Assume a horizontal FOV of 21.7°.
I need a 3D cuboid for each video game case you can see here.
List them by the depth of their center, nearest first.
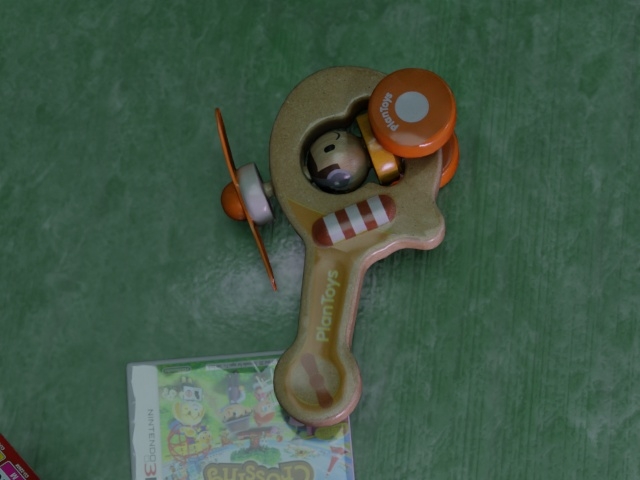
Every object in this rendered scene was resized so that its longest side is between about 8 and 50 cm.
[{"bbox_3d":[-0.076,0.203,1.595,0.212,0.023,0.193,-4,74,-1],"label":"video game case"}]

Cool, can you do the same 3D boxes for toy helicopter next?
[{"bbox_3d":[0.000,0.000,1.597,0.235,0.140,0.355,6,74,8],"label":"toy helicopter"}]

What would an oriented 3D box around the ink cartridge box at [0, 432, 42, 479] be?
[{"bbox_3d":[-0.297,0.356,1.416,0.272,0.130,0.309,-36,66,-24],"label":"ink cartridge box"}]
